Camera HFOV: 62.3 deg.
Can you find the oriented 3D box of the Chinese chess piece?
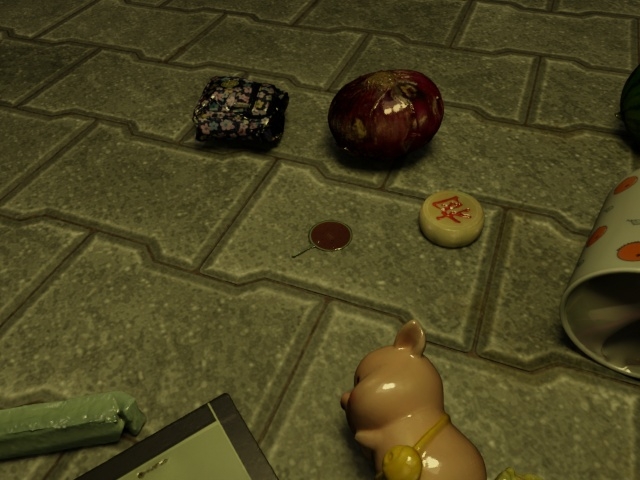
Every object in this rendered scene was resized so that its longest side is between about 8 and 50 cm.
[{"bbox_3d":[0.248,-0.042,1.003,0.122,0.051,0.122,-1,46,1],"label":"Chinese chess piece"}]

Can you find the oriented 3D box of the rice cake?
[{"bbox_3d":[-0.417,0.261,0.731,0.337,0.066,0.062,-5,45,-3],"label":"rice cake"}]

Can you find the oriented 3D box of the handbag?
[{"bbox_3d":[-0.177,-0.301,1.226,0.208,0.126,0.228,2,38,6],"label":"handbag"}]

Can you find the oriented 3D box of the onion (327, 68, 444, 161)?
[{"bbox_3d":[0.138,-0.264,1.133,0.247,0.190,0.246,-10,28,5],"label":"onion"}]

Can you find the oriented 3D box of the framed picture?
[{"bbox_3d":[-0.152,0.379,0.639,0.265,0.016,0.347,-28,51,-22],"label":"framed picture"}]

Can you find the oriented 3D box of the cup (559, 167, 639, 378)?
[{"bbox_3d":[0.521,0.025,0.813,0.213,0.212,0.317,23,51,23],"label":"cup"}]

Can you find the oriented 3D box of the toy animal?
[{"bbox_3d":[0.114,0.247,0.660,0.150,0.165,0.247,-7,52,-11],"label":"toy animal"}]

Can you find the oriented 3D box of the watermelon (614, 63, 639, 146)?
[{"bbox_3d":[0.750,-0.284,1.085,0.243,0.242,0.242,-1,46,1],"label":"watermelon"}]

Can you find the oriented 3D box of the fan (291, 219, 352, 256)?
[{"bbox_3d":[0.000,0.000,1.006,0.133,0.005,0.085,-30,52,-25],"label":"fan"}]

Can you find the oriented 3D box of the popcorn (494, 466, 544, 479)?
[{"bbox_3d":[0.246,0.328,0.626,0.109,0.089,0.097,39,23,23],"label":"popcorn"}]
